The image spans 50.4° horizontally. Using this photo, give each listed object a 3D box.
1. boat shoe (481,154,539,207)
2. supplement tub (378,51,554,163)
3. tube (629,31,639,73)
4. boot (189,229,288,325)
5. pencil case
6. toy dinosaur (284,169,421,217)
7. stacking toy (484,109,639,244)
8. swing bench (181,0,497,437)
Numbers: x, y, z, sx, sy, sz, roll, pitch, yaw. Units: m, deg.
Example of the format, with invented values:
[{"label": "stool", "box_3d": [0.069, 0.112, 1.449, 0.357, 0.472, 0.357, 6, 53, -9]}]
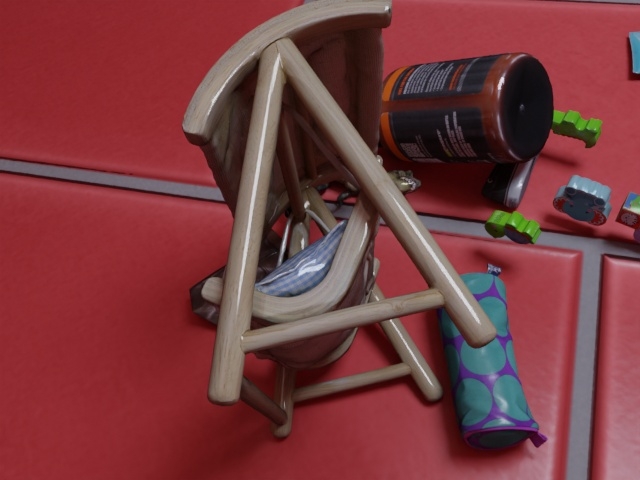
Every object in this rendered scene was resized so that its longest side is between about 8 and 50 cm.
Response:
[{"label": "boat shoe", "box_3d": [0.211, -0.098, 0.725, 0.040, 0.049, 0.142, 16, 61, 21]}, {"label": "supplement tub", "box_3d": [0.128, -0.132, 0.701, 0.198, 0.106, 0.106, 8, 52, 46]}, {"label": "tube", "box_3d": [0.465, -0.219, 0.774, 0.207, 0.052, 0.080, 2, 45, 19]}, {"label": "boot", "box_3d": [-0.064, 0.055, 0.671, 0.114, 0.037, 0.106, -38, 58, -13]}, {"label": "pencil case", "box_3d": [0.141, 0.100, 0.582, 0.070, 0.064, 0.152, 9, 53, -15]}, {"label": "toy dinosaur", "box_3d": [-0.018, -0.091, 0.753, 0.118, 0.064, 0.268, -32, 54, -31]}, {"label": "stacking toy", "box_3d": [0.286, -0.023, 0.645, 0.221, 0.052, 0.167, 27, 61, 19]}, {"label": "swing bench", "box_3d": [0.000, 0.000, 0.528, 0.165, 0.253, 0.255, -13, 69, -1]}]
